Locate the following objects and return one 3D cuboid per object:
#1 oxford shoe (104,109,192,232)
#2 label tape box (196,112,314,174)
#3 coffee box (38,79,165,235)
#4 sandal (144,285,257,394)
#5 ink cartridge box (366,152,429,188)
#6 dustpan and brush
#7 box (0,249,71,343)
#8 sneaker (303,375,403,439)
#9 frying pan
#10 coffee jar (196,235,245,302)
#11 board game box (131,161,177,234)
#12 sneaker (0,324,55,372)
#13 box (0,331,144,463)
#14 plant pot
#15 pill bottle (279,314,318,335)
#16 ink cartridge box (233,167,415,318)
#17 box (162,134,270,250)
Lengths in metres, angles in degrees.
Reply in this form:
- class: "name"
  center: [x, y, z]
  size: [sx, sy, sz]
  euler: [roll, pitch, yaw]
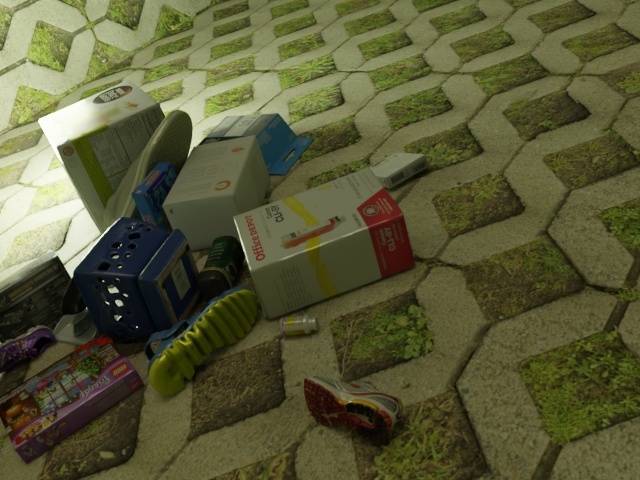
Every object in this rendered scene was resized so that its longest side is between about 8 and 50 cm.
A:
- class: "oxford shoe"
  center: [-0.522, -0.193, 2.116]
  size: [0.130, 0.169, 0.450]
  euler: [23, 87, 30]
- class: "label tape box"
  center: [-0.224, -0.326, 2.377]
  size: [0.333, 0.106, 0.241]
  euler: [3, 39, 29]
- class: "coffee box"
  center: [-0.655, -0.274, 2.291]
  size: [0.334, 0.338, 0.337]
  euler: [-29, 35, -17]
- class: "sandal"
  center: [-0.284, 0.207, 1.625]
  size: [0.317, 0.126, 0.138]
  euler: [-36, 33, -27]
- class: "ink cartridge box"
  center: [0.211, -0.207, 2.077]
  size: [0.145, 0.045, 0.179]
  euler: [-31, 17, -17]
- class: "dustpan and brush"
  center: [-0.603, 0.178, 1.865]
  size: [0.147, 0.060, 0.211]
  euler: [3, 39, 29]
- class: "box"
  center: [-0.752, 0.164, 1.846]
  size: [0.231, 0.183, 0.056]
  euler: [-39, 38, -27]
- class: "sneaker"
  center: [0.058, 0.313, 1.359]
  size: [0.225, 0.088, 0.092]
  euler: [14, 24, 38]
- class: "frying pan"
  center: [-0.588, 0.102, 1.851]
  size: [0.053, 0.197, 0.326]
  euler: [27, 4, 0]
- class: "coffee jar"
  center: [-0.256, 0.076, 1.818]
  size: [0.079, 0.096, 0.184]
  euler: [-10, 33, 17]
- class: "board game box"
  center: [-0.454, -0.096, 2.051]
  size: [0.047, 0.210, 0.160]
  euler: [3, 42, 22]
- class: "sneaker"
  center: [-0.753, 0.278, 1.790]
  size: [0.170, 0.068, 0.071]
  euler: [-37, 44, -28]
- class: "box"
  center: [-0.574, 0.347, 1.610]
  size: [0.293, 0.057, 0.201]
  euler: [-33, 37, -22]
- class: "plant pot"
  center: [-0.431, 0.102, 1.749]
  size: [0.212, 0.236, 0.236]
  euler: [3, 38, 20]
- class: "pill bottle"
  center: [-0.048, 0.192, 1.600]
  size: [0.083, 0.043, 0.043]
  euler: [-7, 35, 15]
- class: "ink cartridge box"
  center: [0.000, 0.000, 1.749]
  size: [0.384, 0.161, 0.279]
  euler: [-21, 33, -4]
- class: "box"
  center: [-0.296, -0.144, 2.091]
  size: [0.214, 0.168, 0.345]
  euler: [-8, 34, 14]
